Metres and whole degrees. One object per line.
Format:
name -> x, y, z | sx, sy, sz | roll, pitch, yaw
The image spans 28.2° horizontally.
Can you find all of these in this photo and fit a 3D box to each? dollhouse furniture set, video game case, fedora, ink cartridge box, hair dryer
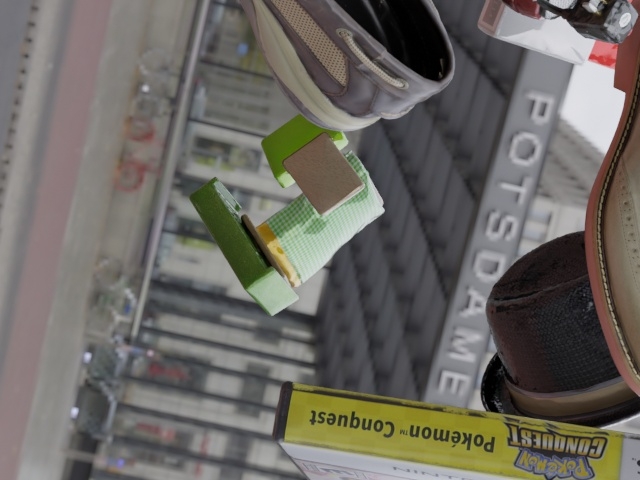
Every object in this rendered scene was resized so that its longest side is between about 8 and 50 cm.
dollhouse furniture set -> 0.000, 0.000, 1.570 | 0.151, 0.198, 0.301 | 55, 1, 27
video game case -> 0.115, 0.145, 0.742 | 0.275, 0.248, 0.035 | 69, 29, -69
fedora -> 0.320, 0.086, 1.524 | 0.152, 0.334, 0.334 | 58, 12, -20
ink cartridge box -> 0.367, -0.363, 1.587 | 0.296, 0.261, 0.066 | -70, -157, 16
hair dryer -> 0.168, -0.290, 1.114 | 0.080, 0.223, 0.293 | -36, -156, -7

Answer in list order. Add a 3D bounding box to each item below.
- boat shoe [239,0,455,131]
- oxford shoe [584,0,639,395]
boat shoe -> -0.015, -0.232, 0.873 | 0.130, 0.355, 0.132 | -6, -136, 42
oxford shoe -> 0.331, -0.052, 1.115 | 0.146, 0.141, 0.396 | -5, -99, 64
